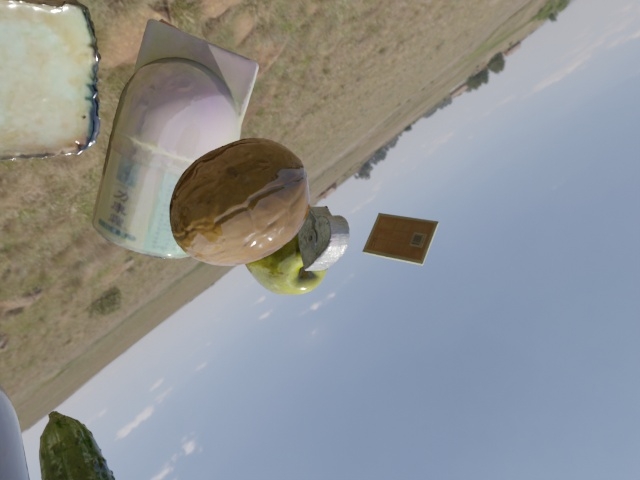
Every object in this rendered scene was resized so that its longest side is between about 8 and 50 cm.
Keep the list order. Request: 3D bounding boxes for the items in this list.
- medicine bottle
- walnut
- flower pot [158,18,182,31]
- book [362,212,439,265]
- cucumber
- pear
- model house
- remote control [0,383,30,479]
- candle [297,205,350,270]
[{"bbox_3d":[-0.289,-0.194,0.841,0.236,0.235,0.407,-56,169,-73],"label":"medicine bottle"},{"bbox_3d":[-0.111,-0.049,0.577,0.207,0.168,0.167,-27,-173,7],"label":"walnut"},{"bbox_3d":[-0.440,-0.559,1.315,0.190,0.173,0.191,-161,-90,-74],"label":"flower pot"},{"bbox_3d":[0.280,-0.009,1.490,0.241,0.018,0.170,12,-110,39],"label":"book"},{"bbox_3d":[-0.545,0.478,0.918,0.134,0.244,0.134,-33,156,-17],"label":"cucumber"},{"bbox_3d":[-0.107,0.030,1.313,0.294,0.294,0.294,-37,-174,4],"label":"pear"},{"bbox_3d":[-0.881,-0.525,1.220,0.394,0.400,0.446,-18,139,-31],"label":"model house"},{"bbox_3d":[-0.288,0.244,0.308,0.103,0.333,0.221,-7,-177,-12],"label":"remote control"},{"bbox_3d":[0.000,0.000,1.102,0.068,0.169,0.192,3,-164,-28],"label":"candle"}]
